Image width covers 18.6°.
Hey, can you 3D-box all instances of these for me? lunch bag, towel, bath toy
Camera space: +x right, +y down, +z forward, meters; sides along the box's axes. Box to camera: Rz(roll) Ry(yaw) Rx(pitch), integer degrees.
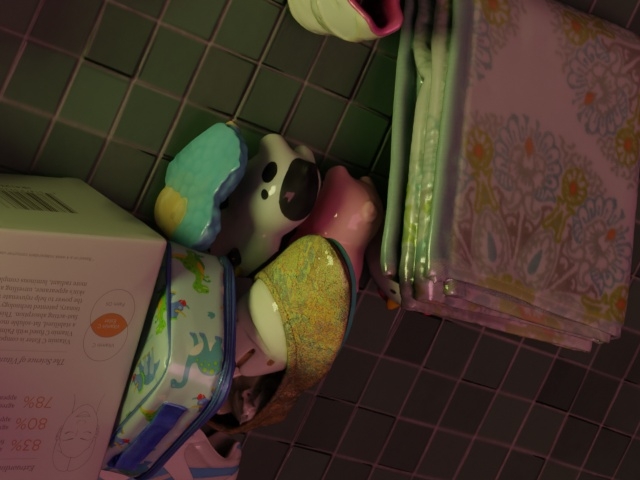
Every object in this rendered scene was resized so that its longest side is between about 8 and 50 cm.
[{"bbox_3d":[-0.159,0.122,1.888,0.090,0.176,0.219,17,138,-24],"label":"lunch bag"},{"bbox_3d":[0.210,-0.084,2.074,0.320,0.090,0.374,17,75,-40],"label":"towel"},{"bbox_3d":[0.000,0.000,2.016,0.348,0.129,0.151,18,134,-36],"label":"bath toy"}]

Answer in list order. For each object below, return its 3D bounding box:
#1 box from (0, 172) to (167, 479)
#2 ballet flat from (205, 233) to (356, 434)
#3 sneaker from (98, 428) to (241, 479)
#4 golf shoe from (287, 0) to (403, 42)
[{"bbox_3d":[-0.314,0.121,1.818,0.215,0.168,0.345,5,108,-41],"label":"box"},{"bbox_3d":[-0.057,0.107,1.939,0.123,0.123,0.348,-23,163,-24],"label":"ballet flat"},{"bbox_3d":[-0.179,0.220,2.028,0.229,0.087,0.092,22,90,-45],"label":"sneaker"},{"bbox_3d":[0.049,-0.338,1.894,0.115,0.140,0.306,-8,113,-29],"label":"golf shoe"}]
